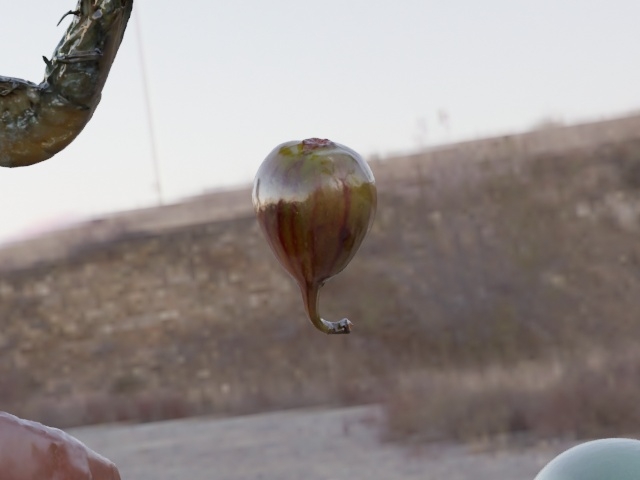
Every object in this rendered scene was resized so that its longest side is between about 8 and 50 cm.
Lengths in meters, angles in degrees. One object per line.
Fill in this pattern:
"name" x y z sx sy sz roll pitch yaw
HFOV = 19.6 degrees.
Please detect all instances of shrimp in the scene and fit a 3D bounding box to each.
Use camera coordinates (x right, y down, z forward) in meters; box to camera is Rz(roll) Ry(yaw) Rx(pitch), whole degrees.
"shrimp" -0.230 -0.153 1.467 0.150 0.217 0.051 17 25 -30

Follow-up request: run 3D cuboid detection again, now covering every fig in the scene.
"fig" 0.000 0.000 0.744 0.050 0.083 0.050 -5 16 2

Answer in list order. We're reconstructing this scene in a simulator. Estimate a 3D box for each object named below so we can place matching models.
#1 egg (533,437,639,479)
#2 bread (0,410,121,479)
"egg" 0.230 0.233 1.371 0.168 0.168 0.231 -7 16 -11
"bread" -0.188 0.116 0.652 0.190 0.123 0.244 -8 -20 41
